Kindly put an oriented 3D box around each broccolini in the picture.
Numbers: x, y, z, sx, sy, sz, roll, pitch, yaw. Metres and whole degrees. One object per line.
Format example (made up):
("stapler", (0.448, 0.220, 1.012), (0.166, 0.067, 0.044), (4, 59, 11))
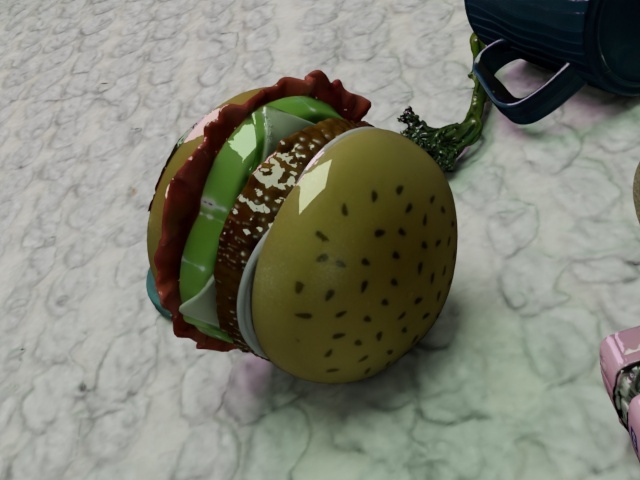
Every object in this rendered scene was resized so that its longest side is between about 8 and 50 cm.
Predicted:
("broccolini", (0.101, -0.096, 0.793), (0.052, 0.054, 0.194), (22, 42, 13))

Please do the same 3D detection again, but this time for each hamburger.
("hamburger", (-0.002, 0.003, 0.596), (0.175, 0.175, 0.137), (-40, 46, -22))

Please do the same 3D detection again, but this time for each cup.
("cup", (0.180, -0.153, 0.760), (0.113, 0.150, 0.138), (6, 20, -29))

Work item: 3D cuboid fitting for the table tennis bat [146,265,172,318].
("table tennis bat", (-0.034, -0.013, 0.763), (0.201, 0.033, 0.124), (-35, 33, -6))

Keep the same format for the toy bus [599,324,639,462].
("toy bus", (0.225, 0.048, 0.455), (0.203, 0.063, 0.090), (-19, 33, 9))

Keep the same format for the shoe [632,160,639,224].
("shoe", (0.245, -0.037, 0.524), (0.180, 0.092, 0.089), (-30, 67, 18))
